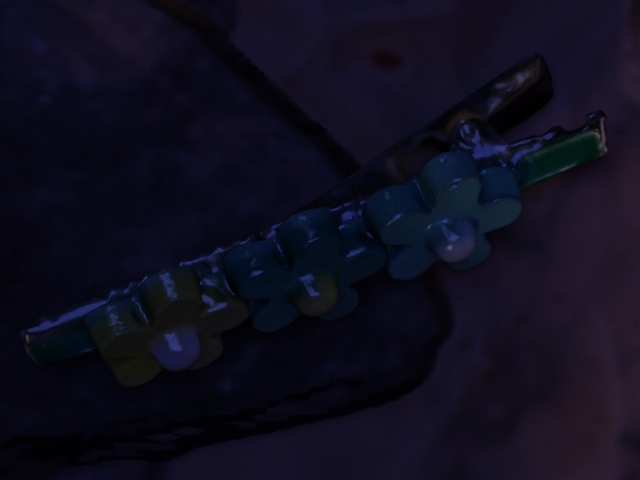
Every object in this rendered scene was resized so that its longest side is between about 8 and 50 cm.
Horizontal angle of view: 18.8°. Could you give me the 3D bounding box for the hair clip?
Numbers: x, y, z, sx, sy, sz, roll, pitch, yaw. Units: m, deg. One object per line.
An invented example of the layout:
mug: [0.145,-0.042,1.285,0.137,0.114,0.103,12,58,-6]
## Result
hair clip: [0.000,0.000,0.531,0.173,0.049,0.049,-26,77,-4]
